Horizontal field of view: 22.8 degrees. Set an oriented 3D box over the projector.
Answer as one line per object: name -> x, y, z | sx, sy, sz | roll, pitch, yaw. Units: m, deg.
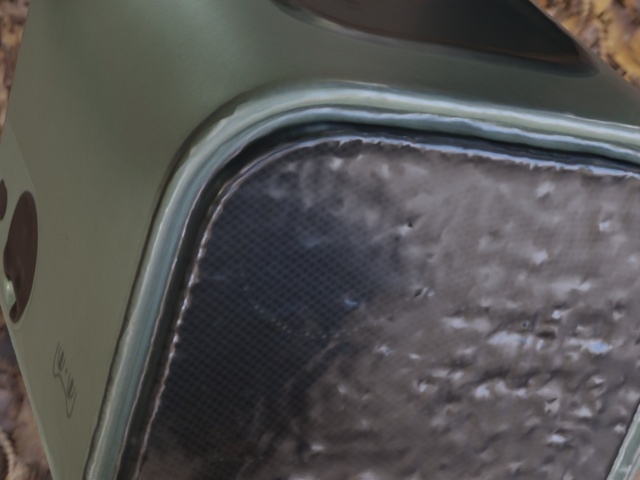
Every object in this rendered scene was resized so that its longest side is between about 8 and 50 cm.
projector -> 0.000, 0.000, 0.716 | 0.248, 0.248, 0.249 | 6, 27, -24
